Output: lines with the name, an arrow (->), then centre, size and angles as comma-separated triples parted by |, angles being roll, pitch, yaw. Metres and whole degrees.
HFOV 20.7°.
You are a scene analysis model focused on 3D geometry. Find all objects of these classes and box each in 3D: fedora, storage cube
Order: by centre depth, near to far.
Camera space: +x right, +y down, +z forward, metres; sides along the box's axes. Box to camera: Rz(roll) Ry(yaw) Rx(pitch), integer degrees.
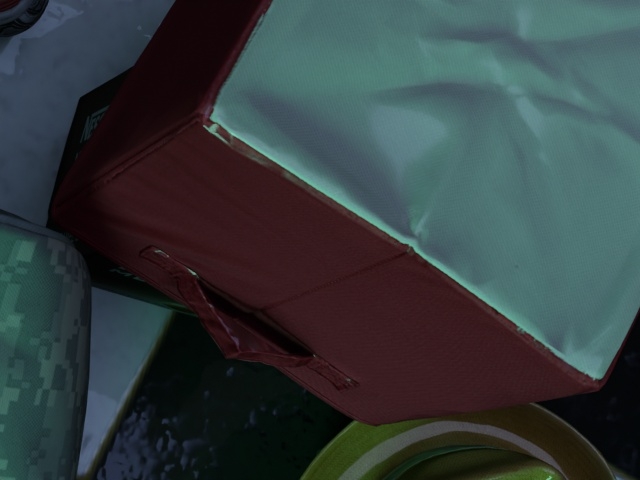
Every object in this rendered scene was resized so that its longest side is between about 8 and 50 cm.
storage cube -> 0.033, -0.051, 0.713 | 0.183, 0.193, 0.215 | 34, 69, -15
fedora -> 0.070, 0.157, 0.828 | 0.194, 0.079, 0.194 | 2, 75, -9

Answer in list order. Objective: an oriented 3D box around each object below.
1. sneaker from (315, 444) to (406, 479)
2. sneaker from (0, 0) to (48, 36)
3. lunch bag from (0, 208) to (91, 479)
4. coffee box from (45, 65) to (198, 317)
sneaker -> 0.023, 0.236, 0.897 | 0.122, 0.110, 0.283 | 11, 74, -9
sneaker -> -0.179, -0.201, 0.855 | 0.088, 0.093, 0.225 | -9, 74, -4
lunch bag -> -0.199, 0.121, 0.718 | 0.212, 0.256, 0.305 | 10, 81, -22
coffee box -> 0.000, 0.000, 0.874 | 0.246, 0.141, 0.098 | 18, 78, -21
